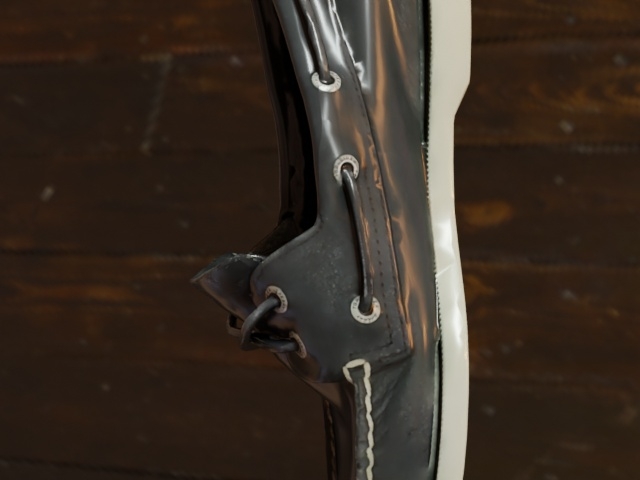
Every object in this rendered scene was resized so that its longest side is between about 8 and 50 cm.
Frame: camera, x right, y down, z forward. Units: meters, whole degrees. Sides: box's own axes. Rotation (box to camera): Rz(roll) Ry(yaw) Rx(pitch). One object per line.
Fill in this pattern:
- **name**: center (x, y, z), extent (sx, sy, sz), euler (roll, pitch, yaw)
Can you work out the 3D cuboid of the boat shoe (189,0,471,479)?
- **boat shoe**: center (0.001, -0.001, 0.828), extent (0.113, 0.127, 0.340), euler (1, 91, -10)
